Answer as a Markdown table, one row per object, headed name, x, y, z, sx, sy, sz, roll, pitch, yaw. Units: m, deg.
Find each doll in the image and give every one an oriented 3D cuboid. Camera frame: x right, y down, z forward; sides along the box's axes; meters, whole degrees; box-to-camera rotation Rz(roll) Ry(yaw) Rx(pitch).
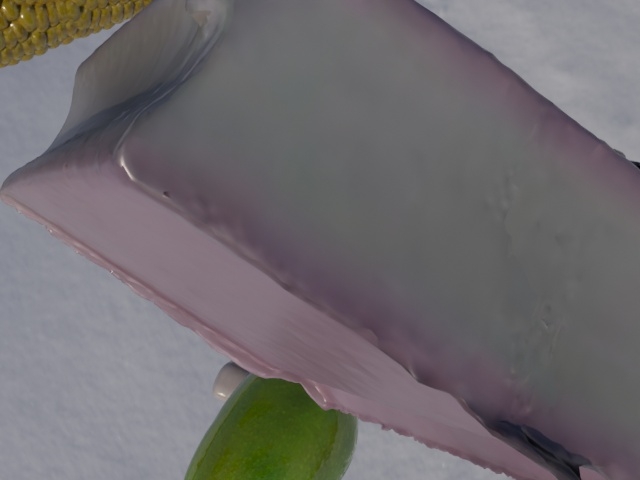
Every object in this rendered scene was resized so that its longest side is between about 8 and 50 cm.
| name | x | y | z | sx | sy | sz | roll | pitch | yaw |
| --- | --- | --- | --- | --- | --- | --- | --- | --- | --- |
| doll | -0.118 | 0.180 | 1.915 | 0.059 | 0.161 | 0.160 | 21 | 90 | 4 |

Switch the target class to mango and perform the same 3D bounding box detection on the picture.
| name | x | y | z | sx | sy | sz | roll | pitch | yaw |
| --- | --- | --- | --- | --- | --- | --- | --- | --- | --- |
| mango | -0.074 | 0.305 | 1.628 | 0.192 | 0.156 | 0.343 | 25 | 64 | 22 |

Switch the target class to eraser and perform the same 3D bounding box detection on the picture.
| name | x | y | z | sx | sy | sz | roll | pitch | yaw |
| --- | --- | --- | --- | --- | --- | --- | --- | --- | --- |
| eraser | 0.000 | 0.000 | 0.585 | 0.272 | 0.359 | 0.122 | 36 | 77 | -15 |

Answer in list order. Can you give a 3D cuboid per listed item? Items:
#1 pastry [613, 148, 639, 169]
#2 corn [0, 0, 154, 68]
| name | x | y | z | sx | sy | sz | roll | pitch | yaw |
| --- | --- | --- | --- | --- | --- | --- | --- | --- | --- |
| pastry | 0.195 | 0.013 | 0.656 | 0.208 | 0.115 | 0.097 | 22 | 81 | 21 |
| corn | -0.211 | -0.172 | 0.826 | 0.305 | 0.106 | 0.106 | -20 | 56 | -21 |
